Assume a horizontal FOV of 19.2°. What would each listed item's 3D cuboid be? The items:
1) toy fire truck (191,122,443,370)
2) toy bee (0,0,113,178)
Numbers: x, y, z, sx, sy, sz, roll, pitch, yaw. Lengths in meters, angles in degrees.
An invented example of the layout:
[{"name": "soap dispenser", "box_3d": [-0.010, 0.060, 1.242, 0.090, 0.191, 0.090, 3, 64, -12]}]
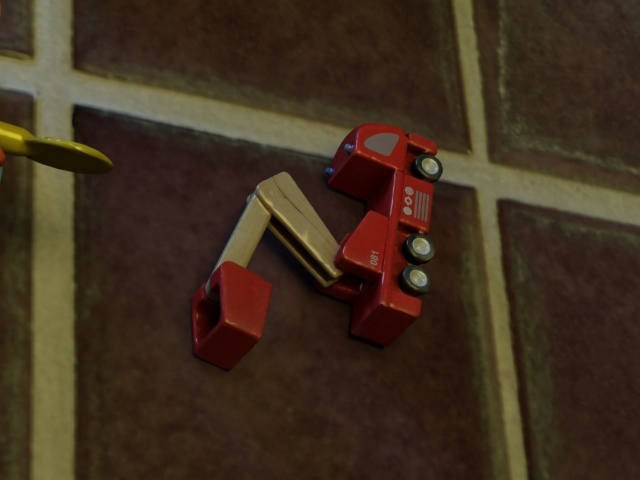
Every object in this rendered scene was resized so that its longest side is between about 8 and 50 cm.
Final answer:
[{"name": "toy fire truck", "box_3d": [0.000, 0.000, 1.152, 0.135, 0.047, 0.192, 21, 53, -17]}, {"name": "toy bee", "box_3d": [-0.196, -0.041, 0.988, 0.195, 0.162, 0.298, -3, 64, -34]}]
